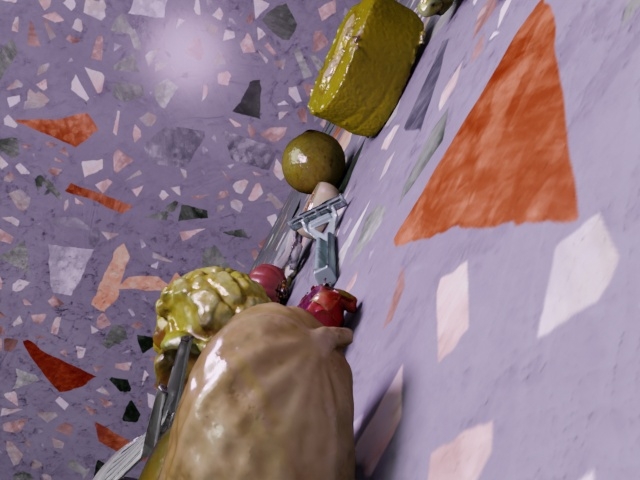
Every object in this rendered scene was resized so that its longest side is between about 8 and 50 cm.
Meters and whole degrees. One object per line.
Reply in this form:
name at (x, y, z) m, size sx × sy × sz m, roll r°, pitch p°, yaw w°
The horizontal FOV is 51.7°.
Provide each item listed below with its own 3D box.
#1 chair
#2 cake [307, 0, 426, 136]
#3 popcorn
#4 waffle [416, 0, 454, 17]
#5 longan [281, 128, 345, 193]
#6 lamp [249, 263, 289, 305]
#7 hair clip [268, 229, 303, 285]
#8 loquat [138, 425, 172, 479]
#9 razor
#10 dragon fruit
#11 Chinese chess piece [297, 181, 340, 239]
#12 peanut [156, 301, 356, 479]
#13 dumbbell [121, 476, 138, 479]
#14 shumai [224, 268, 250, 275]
chair at (-0.210, 0.297, 0.974) m, size 0.203 × 0.190 × 0.275 m, roll -81°, pitch 16°, yaw -69°
cake at (0.092, -0.334, 1.258) m, size 0.261 × 0.156 × 0.179 m, roll -68°, pitch 23°, yaw 6°
popcorn at (-0.197, 0.181, 1.213) m, size 0.270 × 0.223 × 0.258 m, roll 150°, pitch 131°, yaw -61°
waffle at (0.238, -0.518, 1.035) m, size 0.297 × 0.073 × 0.317 m, roll -61°, pitch -5°, yaw -26°
longan at (-0.011, -0.157, 1.463) m, size 0.145 × 0.176 × 0.154 m, roll -13°, pitch 8°, yaw 25°
lamp at (-0.111, 0.101, 1.353) m, size 0.107 × 0.092 × 0.108 m, roll 6°, pitch -90°, yaw -66°
hair clip at (-0.071, 0.031, 1.424) m, size 0.172 × 0.049 × 0.116 m, roll 119°, pitch 156°, yaw -48°
loquat at (-0.126, 0.270, 0.711) m, size 0.152 × 0.152 × 0.195 m, roll -94°, pitch 23°, yaw -76°
razor at (0.005, 0.009, 1.071) m, size 0.111 × 0.056 × 0.278 m, roll -25°, pitch 22°, yaw 8°
dragon fruit at (-0.008, 0.106, 0.752) m, size 0.126 × 0.068 × 0.112 m, roll -49°, pitch 5°, yaw 20°
Chinese chess piece at (-0.006, -0.061, 1.361) m, size 0.122 × 0.051 × 0.122 m, roll -62°, pitch 8°, yaw 15°
peanut at (-0.057, 0.195, 0.492) m, size 0.159 × 0.143 × 0.291 m, roll -136°, pitch 68°, yaw -73°
dumbbell at (-0.453, 0.667, 1.398) m, size 0.185 × 0.185 × 0.388 m, roll -60°, pitch 8°, yaw 22°
shumai at (-0.210, 0.175, 1.585) m, size 0.175 × 0.166 × 0.206 m, roll -163°, pitch 75°, yaw -74°
